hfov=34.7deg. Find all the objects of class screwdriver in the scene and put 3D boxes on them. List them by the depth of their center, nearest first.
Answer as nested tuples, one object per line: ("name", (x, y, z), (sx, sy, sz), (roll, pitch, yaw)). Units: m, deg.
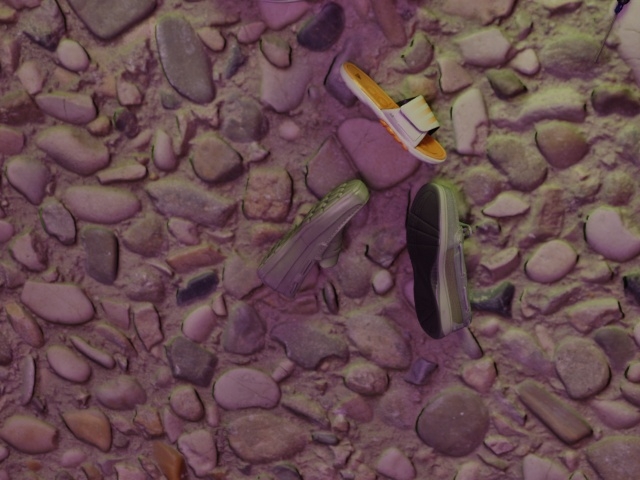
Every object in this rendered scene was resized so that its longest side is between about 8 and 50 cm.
("screwdriver", (0.509, -0.386, 1.788), (0.025, 0.024, 0.170), (44, 129, 29))

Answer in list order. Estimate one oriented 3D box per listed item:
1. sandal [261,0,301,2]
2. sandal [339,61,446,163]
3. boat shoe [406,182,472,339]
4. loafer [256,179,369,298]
("sandal", (0.012, -0.513, 1.833), (0.416, 0.102, 0.169), (-2, 112, 18))
("sandal", (0.147, -0.250, 1.906), (0.265, 0.102, 0.076), (44, 120, -2))
("boat shoe", (0.243, 0.036, 2.006), (0.118, 0.103, 0.320), (25, 126, 58))
("loafer", (0.000, 0.000, 2.060), (0.111, 0.112, 0.319), (41, 125, -8))
